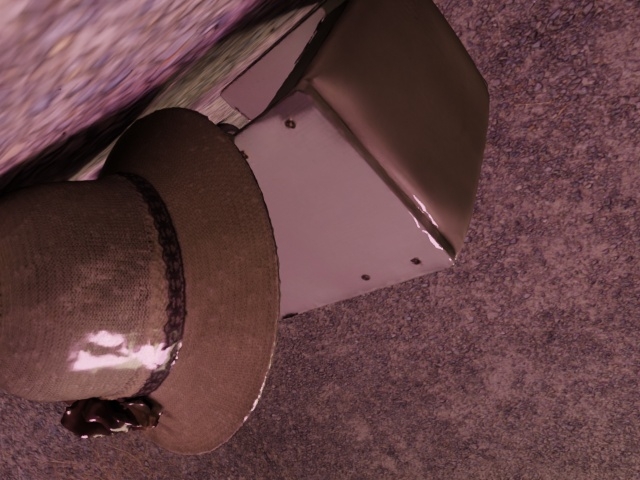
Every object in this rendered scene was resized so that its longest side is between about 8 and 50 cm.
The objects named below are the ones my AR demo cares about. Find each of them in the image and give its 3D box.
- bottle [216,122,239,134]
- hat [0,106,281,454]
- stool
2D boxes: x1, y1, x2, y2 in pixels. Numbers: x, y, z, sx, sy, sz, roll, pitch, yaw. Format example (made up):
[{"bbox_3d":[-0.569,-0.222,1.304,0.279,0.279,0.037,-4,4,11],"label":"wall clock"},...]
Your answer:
[{"bbox_3d":[-0.258,-0.167,1.163,0.096,0.079,0.254,3,163,-39],"label":"bottle"},{"bbox_3d":[-0.159,0.029,0.365,0.130,0.257,0.257,-1,162,-46],"label":"hat"},{"bbox_3d":[-0.008,-0.081,0.506,0.270,0.170,0.243,-24,-149,40],"label":"stool"}]
